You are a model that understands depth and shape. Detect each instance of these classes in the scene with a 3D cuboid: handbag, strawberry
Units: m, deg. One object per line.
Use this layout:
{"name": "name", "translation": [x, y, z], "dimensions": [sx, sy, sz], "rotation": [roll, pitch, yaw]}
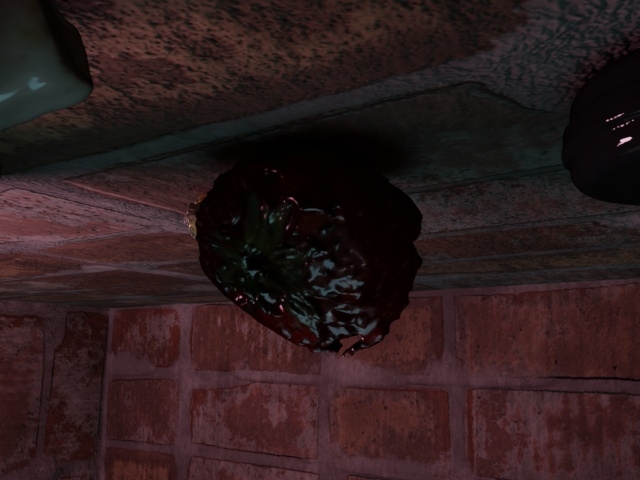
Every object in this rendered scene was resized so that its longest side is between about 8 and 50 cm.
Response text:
{"name": "handbag", "translation": [0.360, -0.099, 0.501], "dimensions": [0.307, 0.093, 0.254], "rotation": [-2, 168, 11]}
{"name": "strawberry", "translation": [0.000, 0.000, 0.755], "dimensions": [0.274, 0.274, 0.220], "rotation": [-7, -155, 35]}

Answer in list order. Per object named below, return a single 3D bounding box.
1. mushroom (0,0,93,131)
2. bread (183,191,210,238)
{"name": "mushroom", "translation": [-0.248, -0.076, 0.361], "dimensions": [0.243, 0.244, 0.243], "rotation": [0, 170, 0]}
{"name": "bread", "translation": [-0.129, -0.029, 0.919], "dimensions": [0.105, 0.082, 0.125], "rotation": [-11, 146, 15]}
